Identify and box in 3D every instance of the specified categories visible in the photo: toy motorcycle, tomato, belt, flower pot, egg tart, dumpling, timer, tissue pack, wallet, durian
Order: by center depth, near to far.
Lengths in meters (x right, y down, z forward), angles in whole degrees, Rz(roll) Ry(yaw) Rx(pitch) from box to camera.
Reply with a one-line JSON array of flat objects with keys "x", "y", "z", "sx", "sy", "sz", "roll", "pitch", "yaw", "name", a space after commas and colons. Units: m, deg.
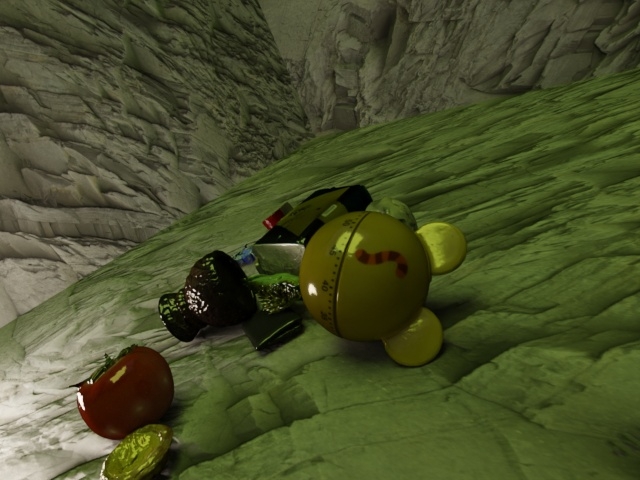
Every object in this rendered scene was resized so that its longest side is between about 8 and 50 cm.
[{"x": -0.431, "y": 0.526, "z": 1.127, "sx": 0.191, "sy": 0.074, "sz": 0.191, "roll": -22, "pitch": 20, "yaw": 8, "name": "egg tart"}, {"x": 0.151, "y": 0.103, "z": 1.195, "sx": 0.387, "sy": 0.376, "sz": 0.376, "roll": 12, "pitch": 35, "yaw": 21, "name": "timer"}, {"x": -0.531, "y": 0.415, "z": 1.284, "sx": 0.256, "sy": 0.224, "sz": 0.256, "roll": -27, "pitch": 11, "yaw": 6, "name": "tomato"}, {"x": -0.158, "y": 0.266, "z": 1.493, "sx": 0.169, "sy": 0.052, "sz": 0.245, "roll": -29, "pitch": 17, "yaw": -14, "name": "wallet"}, {"x": -0.134, "y": 0.165, "z": 1.503, "sx": 0.132, "sy": 0.106, "sz": 0.375, "roll": -30, "pitch": 21, "yaw": -37, "name": "durian"}, {"x": 0.205, "y": -0.017, "z": 1.529, "sx": 0.242, "sy": 0.187, "sz": 0.318, "roll": -60, "pitch": -17, "yaw": 21, "name": "dumpling"}, {"x": -0.398, "y": 0.209, "z": 1.628, "sx": 0.267, "sy": 0.266, "sz": 0.266, "roll": -33, "pitch": 20, "yaw": 9, "name": "flower pot"}, {"x": 0.000, "y": 0.000, "z": 1.668, "sx": 0.264, "sy": 0.253, "sz": 0.416, "roll": -5, "pitch": 30, "yaw": 43, "name": "tissue pack"}, {"x": -0.322, "y": 0.064, "z": 2.123, "sx": 0.205, "sy": 0.076, "sz": 0.114, "roll": -21, "pitch": 28, "yaw": 12, "name": "toy motorcycle"}, {"x": -0.185, "y": -0.094, "z": 2.277, "sx": 0.128, "sy": 0.124, "sz": 0.201, "roll": -34, "pitch": 8, "yaw": 34, "name": "belt"}]

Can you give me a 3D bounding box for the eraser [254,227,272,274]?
[{"x": -0.177, "y": 0.067, "z": 1.850, "sx": 0.078, "sy": 0.144, "sz": 0.343, "roll": -23, "pitch": 22, "yaw": 9, "name": "eraser"}]
